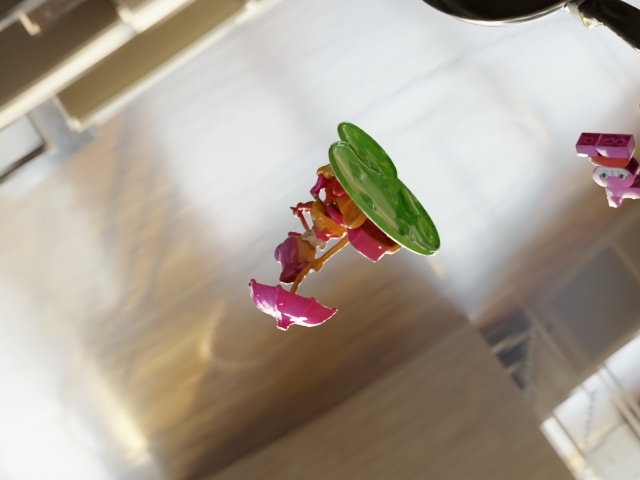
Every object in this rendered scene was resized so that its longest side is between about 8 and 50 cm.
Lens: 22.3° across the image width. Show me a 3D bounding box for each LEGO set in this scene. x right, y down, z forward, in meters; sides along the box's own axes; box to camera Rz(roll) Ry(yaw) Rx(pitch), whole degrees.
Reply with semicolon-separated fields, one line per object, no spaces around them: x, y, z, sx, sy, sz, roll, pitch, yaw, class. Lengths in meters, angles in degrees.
0.348;-0.068;1.395;0.087;0.227;0.093;-58;141;-38;LEGO set

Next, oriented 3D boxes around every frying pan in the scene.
0.221;-0.238;1.392;0.197;0.326;0.053;-55;147;-22;frying pan

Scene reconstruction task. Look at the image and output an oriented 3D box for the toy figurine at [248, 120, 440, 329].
0.000;0.000;1.430;0.130;0.173;0.159;33;114;-32;toy figurine
